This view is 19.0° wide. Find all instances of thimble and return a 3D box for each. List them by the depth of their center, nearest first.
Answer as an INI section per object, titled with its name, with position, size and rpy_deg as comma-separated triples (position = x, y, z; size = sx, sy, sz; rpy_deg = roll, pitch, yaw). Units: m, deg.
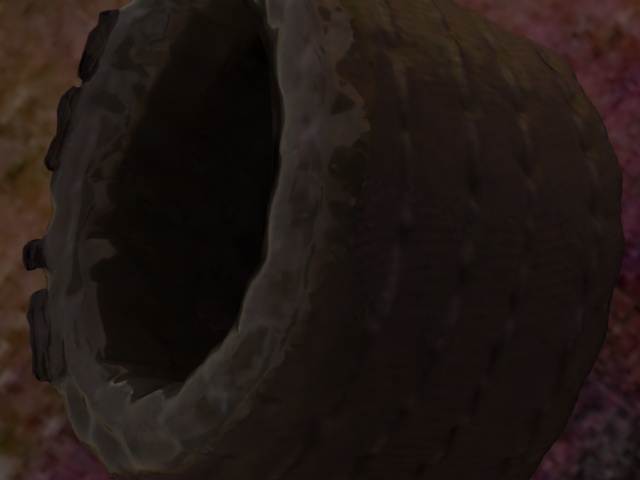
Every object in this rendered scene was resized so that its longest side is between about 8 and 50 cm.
[thimble]
position = 0.000, 0.000, 0.408
size = 0.102, 0.090, 0.115
rpy_deg = -26, 59, 45
